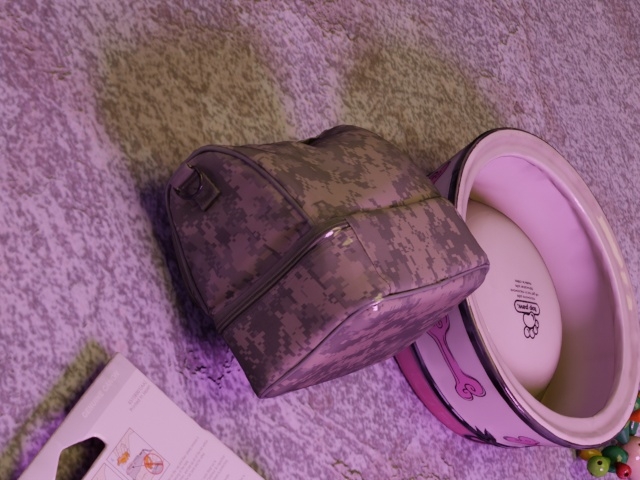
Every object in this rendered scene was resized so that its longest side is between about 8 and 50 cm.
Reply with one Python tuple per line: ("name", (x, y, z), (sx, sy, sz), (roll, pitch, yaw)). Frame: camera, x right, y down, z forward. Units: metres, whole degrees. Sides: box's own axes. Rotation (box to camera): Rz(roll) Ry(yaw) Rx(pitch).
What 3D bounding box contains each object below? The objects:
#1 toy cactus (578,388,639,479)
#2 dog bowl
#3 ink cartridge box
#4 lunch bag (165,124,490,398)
("toy cactus", (0.422, 0.260, 2.225), (0.180, 0.112, 0.219), (59, 28, -28))
("dog bowl", (0.230, 0.074, 2.021), (0.408, 0.150, 0.408), (27, 53, -43))
("ink cartridge box", (-0.173, 0.272, 1.490), (0.239, 0.060, 0.275), (42, 42, -7))
("lunch bag", (0.000, 0.000, 1.717), (0.305, 0.212, 0.256), (-13, 66, -56))
